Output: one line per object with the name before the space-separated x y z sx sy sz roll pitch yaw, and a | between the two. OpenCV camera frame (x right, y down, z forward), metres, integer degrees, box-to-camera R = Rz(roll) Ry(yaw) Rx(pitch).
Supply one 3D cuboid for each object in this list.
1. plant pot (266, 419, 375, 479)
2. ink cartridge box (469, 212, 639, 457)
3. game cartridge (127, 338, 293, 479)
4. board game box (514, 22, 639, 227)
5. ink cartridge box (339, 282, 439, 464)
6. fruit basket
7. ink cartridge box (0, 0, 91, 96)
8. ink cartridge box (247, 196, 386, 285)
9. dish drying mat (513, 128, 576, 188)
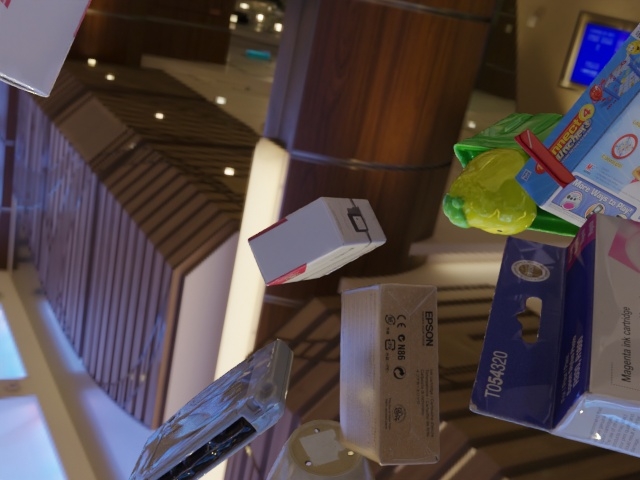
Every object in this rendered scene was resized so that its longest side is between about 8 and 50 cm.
plant pot | -0.001 0.455 1.349 0.256 0.274 0.256 2 -147 -1
ink cartridge box | 0.336 0.084 0.763 0.330 0.072 0.324 13 -147 12
game cartridge | -0.164 0.278 1.186 0.062 0.297 0.198 50 -166 -8
board game box | 0.509 -0.140 1.186 0.308 0.302 0.086 21 -153 -32
ink cartridge box | 0.092 0.182 1.089 0.088 0.235 0.193 2 174 -13
fruit basket | 0.423 -0.101 1.593 0.392 0.283 0.392 -27 -151 16
ink cartridge box | -0.359 -0.268 0.950 0.092 0.159 0.218 24 -179 -31
ink cartridge box | 0.000 0.000 0.923 0.063 0.109 0.150 65 -159 9
dish drying mat | 0.266 -0.098 0.915 0.032 0.008 0.083 -30 -106 -41
